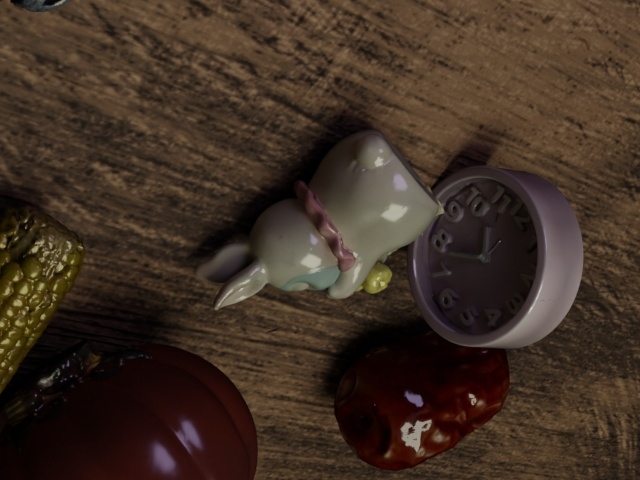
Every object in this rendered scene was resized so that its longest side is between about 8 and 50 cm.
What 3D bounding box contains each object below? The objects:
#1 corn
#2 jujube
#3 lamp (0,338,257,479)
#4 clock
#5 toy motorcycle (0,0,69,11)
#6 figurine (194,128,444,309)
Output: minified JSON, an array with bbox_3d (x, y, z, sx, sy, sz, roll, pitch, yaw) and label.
[{"bbox_3d":[-0.329,0.103,1.385,0.322,0.119,0.119,-48,145,11],"label":"corn"},{"bbox_3d":[0.128,0.185,1.869,0.230,0.155,0.155,-16,140,-31],"label":"jujube"},{"bbox_3d":[-0.205,0.233,1.514,0.303,0.257,0.303,-32,-174,4],"label":"lamp"},{"bbox_3d":[0.187,0.019,1.681,0.068,0.197,0.197,6,127,-44],"label":"clock"},{"bbox_3d":[-0.188,-0.235,1.164,0.193,0.061,0.124,-42,145,10],"label":"toy motorcycle"},{"bbox_3d":[0.000,0.000,1.567,0.235,0.127,0.155,-37,156,8],"label":"figurine"}]
